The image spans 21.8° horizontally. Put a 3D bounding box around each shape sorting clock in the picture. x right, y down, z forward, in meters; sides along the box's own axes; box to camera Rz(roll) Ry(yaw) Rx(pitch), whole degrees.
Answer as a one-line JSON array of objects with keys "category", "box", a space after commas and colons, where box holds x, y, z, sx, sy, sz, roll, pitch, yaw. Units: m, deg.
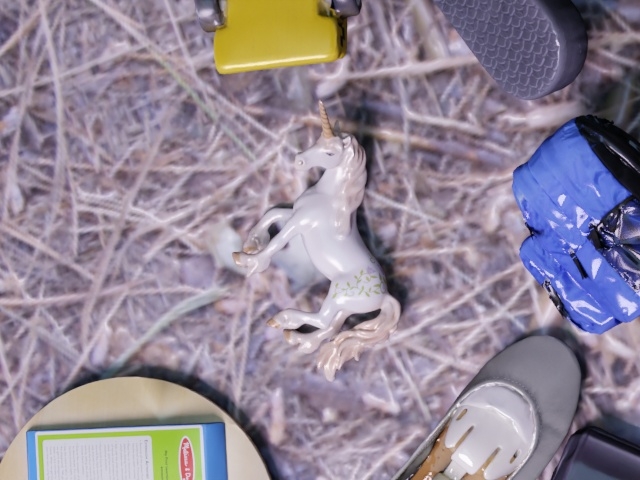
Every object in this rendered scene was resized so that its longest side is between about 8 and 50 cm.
[{"category": "shape sorting clock", "box": [-0.126, 0.195, 1.122, 0.206, 0.040, 0.206, -1, 87, 16]}]

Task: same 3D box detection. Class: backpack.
[{"category": "backpack", "box": [0.168, -0.011, 1.007, 0.101, 0.098, 0.120, -39, 81, 16]}]

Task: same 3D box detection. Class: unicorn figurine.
[{"category": "unicorn figurine", "box": [0.000, 0.000, 1.081, 0.111, 0.060, 0.162, -30, 99, 14]}]

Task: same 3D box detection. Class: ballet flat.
[{"category": "ballet flat", "box": [0.087, 0.150, 1.047, 0.072, 0.068, 0.213, 41, 101, 11]}]

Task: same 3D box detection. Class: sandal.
[{"category": "sandal", "box": [0.086, -0.200, 1.045, 0.254, 0.054, 0.097, 59, 146, 9]}]

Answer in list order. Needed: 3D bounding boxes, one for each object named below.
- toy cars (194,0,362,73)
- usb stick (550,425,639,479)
[{"category": "toy cars", "box": [-0.095, -0.264, 1.088, 0.176, 0.087, 0.393, -45, 76, 3]}, {"category": "usb stick", "box": [0.267, 0.197, 1.009, 0.278, 0.045, 0.077, 23, 90, 15]}]
